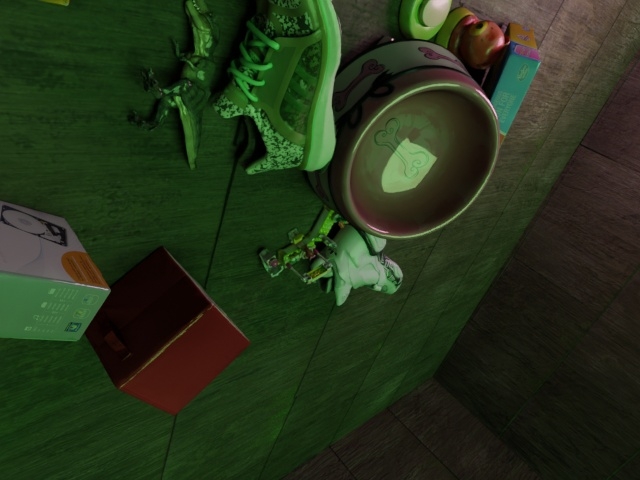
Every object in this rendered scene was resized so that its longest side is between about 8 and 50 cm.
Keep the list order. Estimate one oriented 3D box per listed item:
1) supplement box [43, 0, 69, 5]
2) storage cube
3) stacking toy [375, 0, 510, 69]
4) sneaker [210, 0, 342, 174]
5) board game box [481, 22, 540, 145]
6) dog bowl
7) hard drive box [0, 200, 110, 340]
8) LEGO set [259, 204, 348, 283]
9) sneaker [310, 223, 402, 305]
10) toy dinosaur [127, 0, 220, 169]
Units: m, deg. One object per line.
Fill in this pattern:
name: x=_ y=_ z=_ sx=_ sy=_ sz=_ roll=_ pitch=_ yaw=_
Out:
supplement box: x=-0.277 y=-0.311 z=0.326 sx=0.129 sy=0.194 sz=0.191 roll=-10 pitch=131 yaw=-45
storage cube: x=-0.279 y=0.167 z=0.833 sx=0.193 sy=0.183 sz=0.215 roll=-43 pitch=147 yaw=-13
stacking toy: x=0.248 y=-0.376 z=0.953 sx=0.309 sy=0.130 sz=0.279 roll=-55 pitch=148 yaw=8
sneaker: x=-0.079 y=-0.247 z=0.689 sx=0.182 sy=0.158 sz=0.410 roll=-25 pitch=140 yaw=-18
board game box: x=0.439 y=-0.367 z=1.102 sx=0.316 sy=0.064 sz=0.242 roll=-62 pitch=168 yaw=-50
dog bowl: x=0.177 y=-0.177 z=0.922 sx=0.407 sy=0.150 sz=0.408 roll=-11 pitch=128 yaw=-14
hard drive box: x=-0.404 y=0.024 z=0.536 sx=0.089 sy=0.181 sz=0.232 roll=-54 pitch=148 yaw=8
LEGO set: x=0.000 y=0.000 z=1.066 sx=0.287 sy=0.107 sz=0.132 roll=-41 pitch=147 yaw=-12
sneaker: x=0.096 y=0.090 z=1.257 sx=0.210 sy=0.137 sz=0.366 roll=-43 pitch=142 yaw=-9
toy dinosaur: x=-0.206 y=-0.204 z=0.654 sx=0.118 sy=0.064 sz=0.268 roll=-24 pitch=144 yaw=-44
